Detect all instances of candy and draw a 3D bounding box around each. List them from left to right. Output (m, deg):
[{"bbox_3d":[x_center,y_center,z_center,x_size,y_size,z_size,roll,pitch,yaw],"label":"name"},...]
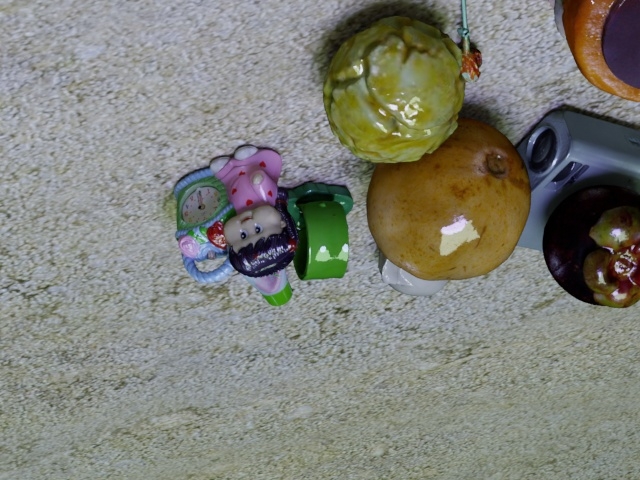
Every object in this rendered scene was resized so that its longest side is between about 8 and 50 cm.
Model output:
[{"bbox_3d":[0.206,-0.301,1.945,0.049,0.055,0.185,-18,136,-6],"label":"candy"}]

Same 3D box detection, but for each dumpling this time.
[{"bbox_3d":[0.173,0.032,2.347,0.176,0.092,0.150,22,118,-31],"label":"dumpling"}]

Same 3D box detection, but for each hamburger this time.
[{"bbox_3d":[0.439,-0.363,1.751,0.330,0.250,0.330,-7,140,-6],"label":"hamburger"}]

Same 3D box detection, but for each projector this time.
[{"bbox_3d":[0.399,-0.091,2.227,0.198,0.108,0.250,10,140,-29],"label":"projector"}]

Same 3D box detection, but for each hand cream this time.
[{"bbox_3d":[-0.118,0.017,2.278,0.079,0.050,0.275,-38,138,-8],"label":"hand cream"}]

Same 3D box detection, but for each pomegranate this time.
[{"bbox_3d":[0.193,-0.053,2.087,0.264,0.264,0.264,-8,144,-6],"label":"pomegranate"}]

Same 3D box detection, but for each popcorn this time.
[{"bbox_3d":[0.103,-0.209,1.921,0.204,0.184,0.221,10,140,-19],"label":"popcorn"}]

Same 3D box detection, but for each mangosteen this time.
[{"bbox_3d":[0.447,0.012,2.118,0.209,0.210,0.210,-8,144,-6],"label":"mangosteen"}]

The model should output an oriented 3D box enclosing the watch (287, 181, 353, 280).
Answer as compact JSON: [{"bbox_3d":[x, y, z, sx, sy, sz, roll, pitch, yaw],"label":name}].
[{"bbox_3d":[0.000,0.000,2.194,0.131,0.152,0.165,-4,142,-17],"label":"watch"}]

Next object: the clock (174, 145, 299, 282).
[{"bbox_3d":[-0.130,-0.025,2.084,0.194,0.195,0.100,-25,146,14],"label":"clock"}]
